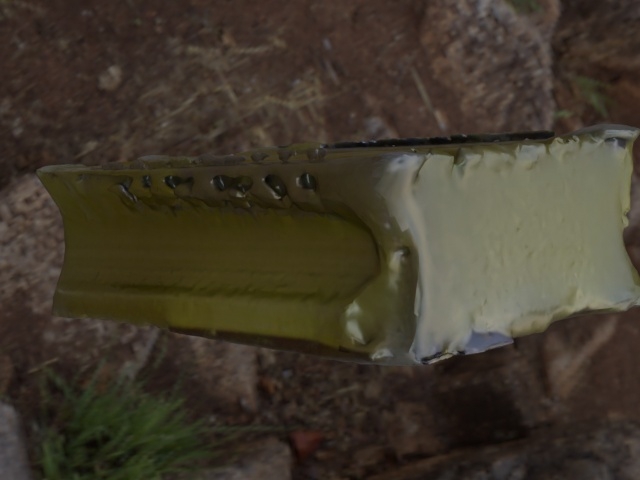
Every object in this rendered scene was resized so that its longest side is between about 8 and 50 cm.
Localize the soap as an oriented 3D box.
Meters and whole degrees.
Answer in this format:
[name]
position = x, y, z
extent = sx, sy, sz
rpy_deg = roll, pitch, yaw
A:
[soap]
position = 0.000, -0.002, 0.549
extent = 0.135, 0.233, 0.076
rpy_deg = -10, 96, -40
